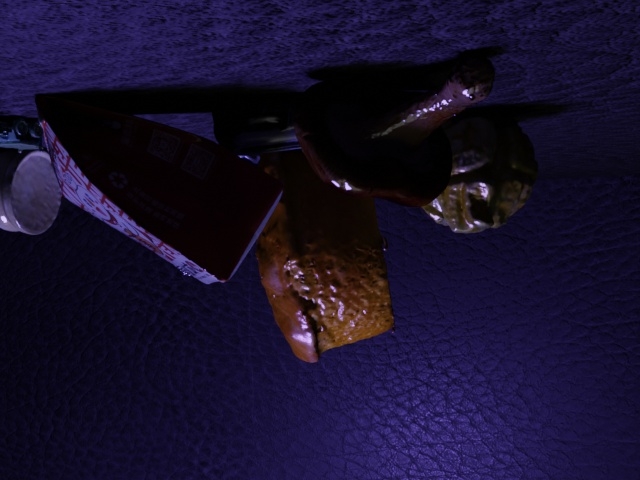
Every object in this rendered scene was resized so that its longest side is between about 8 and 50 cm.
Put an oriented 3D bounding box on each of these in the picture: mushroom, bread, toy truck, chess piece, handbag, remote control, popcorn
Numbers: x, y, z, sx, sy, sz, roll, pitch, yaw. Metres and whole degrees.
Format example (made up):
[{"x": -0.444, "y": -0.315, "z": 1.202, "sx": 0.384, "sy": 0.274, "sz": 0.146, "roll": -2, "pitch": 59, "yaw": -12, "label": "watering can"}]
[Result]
[{"x": 0.113, "y": -0.127, "z": 0.897, "sx": 0.227, "sy": 0.148, "sz": 0.217, "roll": -4, "pitch": 165, "yaw": -45, "label": "mushroom"}, {"x": 0.000, "y": 0.000, "z": 1.443, "sx": 0.215, "sy": 0.398, "sz": 0.398, "roll": -10, "pitch": 180, "yaw": 3, "label": "bread"}, {"x": -0.419, "y": -0.117, "z": 1.068, "sx": 0.067, "sy": 0.081, "sz": 0.175, "roll": 0, "pitch": -179, "yaw": 19, "label": "toy truck"}, {"x": -0.588, "y": -0.091, "z": 1.446, "sx": 0.251, "sy": 0.144, "sz": 0.144, "roll": 5, "pitch": -178, "yaw": 18, "label": "chess piece"}, {"x": -0.209, "y": -0.080, "z": 1.032, "sx": 0.298, "sy": 0.151, "sz": 0.171, "roll": 34, "pitch": 168, "yaw": -10, "label": "handbag"}, {"x": 0.001, "y": -0.141, "z": 1.042, "sx": 0.266, "sy": 0.066, "sz": 0.090, "roll": -2, "pitch": -179, "yaw": -7, "label": "remote control"}, {"x": 0.223, "y": -0.100, "z": 1.239, "sx": 0.185, "sy": 0.167, "sz": 0.187, "roll": -8, "pitch": -173, "yaw": -30, "label": "popcorn"}]

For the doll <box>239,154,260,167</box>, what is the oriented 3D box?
[{"x": -0.124, "y": -0.138, "z": 1.578, "sx": 0.195, "sy": 0.070, "sz": 0.096, "roll": -5, "pitch": 151, "yaw": -23, "label": "doll"}]

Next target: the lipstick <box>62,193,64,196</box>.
[{"x": -0.492, "y": -0.116, "z": 1.586, "sx": 0.080, "sy": 0.080, "sz": 0.241, "roll": -2, "pitch": -179, "yaw": -43, "label": "lipstick"}]
